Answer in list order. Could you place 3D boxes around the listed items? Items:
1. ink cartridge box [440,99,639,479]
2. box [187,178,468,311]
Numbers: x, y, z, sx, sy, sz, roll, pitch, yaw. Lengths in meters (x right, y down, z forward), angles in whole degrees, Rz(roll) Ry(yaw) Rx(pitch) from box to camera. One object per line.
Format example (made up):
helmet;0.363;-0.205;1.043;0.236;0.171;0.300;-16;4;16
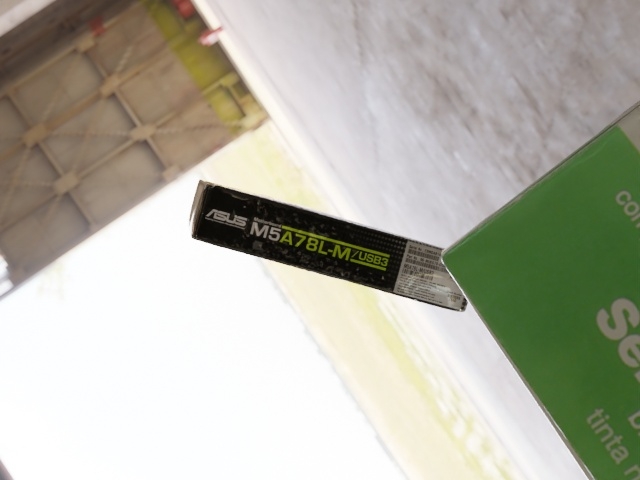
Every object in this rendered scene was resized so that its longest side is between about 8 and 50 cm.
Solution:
ink cartridge box;0.211;-0.025;0.368;0.122;0.289;0.211;57;-163;19
box;0.000;0.000;0.801;0.190;0.045;0.184;16;-176;-8
